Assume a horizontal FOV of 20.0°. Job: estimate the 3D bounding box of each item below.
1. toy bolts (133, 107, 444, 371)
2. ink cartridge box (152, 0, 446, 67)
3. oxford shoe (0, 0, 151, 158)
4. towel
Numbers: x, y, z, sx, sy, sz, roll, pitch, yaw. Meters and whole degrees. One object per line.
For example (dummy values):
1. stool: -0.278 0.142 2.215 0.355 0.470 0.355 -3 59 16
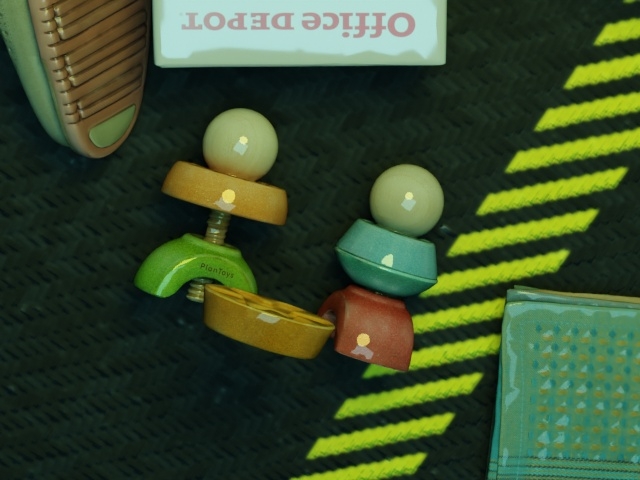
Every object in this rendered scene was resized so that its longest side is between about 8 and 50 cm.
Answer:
1. toy bolts: 0.000 0.000 1.400 0.228 0.218 0.158 16 94 -23
2. ink cartridge box: -0.017 -0.286 1.366 0.223 0.129 0.307 0 101 -2
3. oxford shoe: -0.237 -0.253 1.386 0.146 0.140 0.397 -2 108 30
4. towel: 0.319 0.184 1.519 0.370 0.040 0.271 5 102 -5
